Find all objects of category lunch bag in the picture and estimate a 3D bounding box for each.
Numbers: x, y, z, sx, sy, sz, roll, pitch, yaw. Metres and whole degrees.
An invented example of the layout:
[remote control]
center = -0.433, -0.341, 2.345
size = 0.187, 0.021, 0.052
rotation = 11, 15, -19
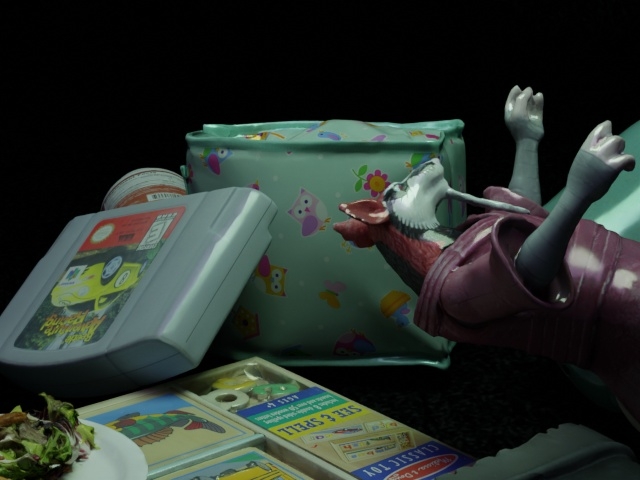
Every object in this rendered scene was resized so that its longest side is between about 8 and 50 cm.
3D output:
[lunch bag]
center = 0.000, 0.000, 1.196
size = 0.262, 0.223, 0.160
rotation = 0, 14, 17

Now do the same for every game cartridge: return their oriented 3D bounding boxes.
[game cartridge]
center = -0.183, 0.050, 1.145
size = 0.294, 0.060, 0.196
rotation = -8, 46, 45

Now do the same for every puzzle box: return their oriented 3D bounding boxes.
[puzzle box]
center = -0.122, 0.186, 0.888
size = 0.409, 0.052, 0.272
rotation = -13, 22, -39

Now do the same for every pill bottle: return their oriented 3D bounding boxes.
[pill bottle]
center = -0.181, -0.010, 1.418
size = 0.121, 0.121, 0.216
rotation = -8, 19, -11

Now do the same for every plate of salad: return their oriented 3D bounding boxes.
[plate of salad]
center = -0.214, 0.147, 0.841
size = 0.200, 0.048, 0.200
rotation = 0, 17, 0

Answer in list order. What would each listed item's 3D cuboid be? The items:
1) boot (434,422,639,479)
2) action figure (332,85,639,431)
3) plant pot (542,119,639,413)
[boot]
center = 0.186, 0.259, 0.573
size = 0.367, 0.146, 0.445
rotation = -25, 34, -33
[action figure]
center = 0.184, 0.043, 0.899
size = 0.370, 0.275, 0.248
rotation = 12, 14, 11
[plant pot]
center = 0.314, 0.011, 1.078
size = 0.255, 0.271, 0.271
rotation = -24, 24, -14
